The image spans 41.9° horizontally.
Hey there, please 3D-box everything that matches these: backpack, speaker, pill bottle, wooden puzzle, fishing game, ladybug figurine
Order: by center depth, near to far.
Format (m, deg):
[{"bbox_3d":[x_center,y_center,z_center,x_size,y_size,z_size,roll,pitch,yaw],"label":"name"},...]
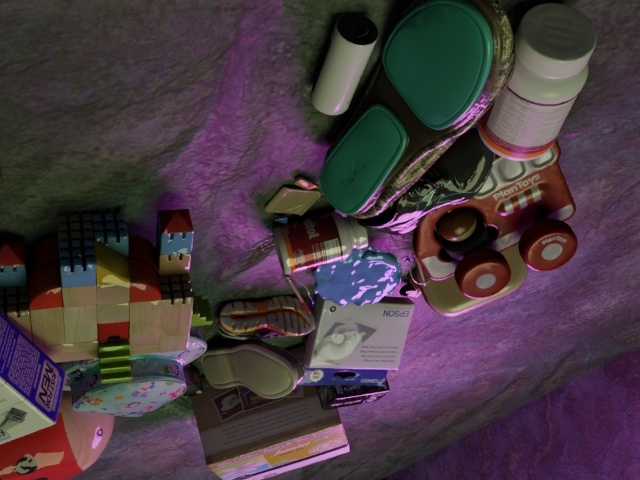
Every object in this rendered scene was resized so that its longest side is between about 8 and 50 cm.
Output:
[{"bbox_3d":[0.029,-0.221,1.055,0.055,0.055,0.136,-8,153,-21],"label":"speaker"},{"bbox_3d":[0.300,-0.217,1.168,0.121,0.121,0.221,-14,153,-10],"label":"pill bottle"},{"bbox_3d":[-0.045,-0.066,1.361,0.079,0.014,0.116,13,140,-41],"label":"wooden puzzle"},{"bbox_3d":[0.000,0.000,1.438,0.152,0.086,0.086,-15,154,-9],"label":"pill bottle"},{"bbox_3d":[-0.337,0.202,1.512,0.253,0.191,0.225,-35,150,20],"label":"backpack"},{"bbox_3d":[0.070,0.066,1.647,0.264,0.041,0.189,-16,140,11],"label":"fishing game"},{"bbox_3d":[-0.659,0.450,1.796,0.449,0.162,0.305,-14,154,-9],"label":"ladybug figurine"}]

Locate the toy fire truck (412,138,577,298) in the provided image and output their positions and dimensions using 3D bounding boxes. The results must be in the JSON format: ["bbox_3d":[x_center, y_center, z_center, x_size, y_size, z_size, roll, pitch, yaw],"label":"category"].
[{"bbox_3d":[0.297,-0.055,1.483,0.302,0.169,0.254,-25,130,12],"label":"toy fire truck"}]

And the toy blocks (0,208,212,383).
[{"bbox_3d":[-0.343,0.068,1.268,0.381,0.190,0.261,-4,140,-17],"label":"toy blocks"}]

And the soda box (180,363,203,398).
[{"bbox_3d":[-0.315,0.300,1.849,0.053,0.060,0.169,-19,155,4],"label":"soda box"}]

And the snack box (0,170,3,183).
[{"bbox_3d":[-0.487,-0.080,1.021,0.178,0.022,0.064,-11,152,-15],"label":"snack box"}]

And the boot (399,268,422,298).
[{"bbox_3d":[0.228,0.088,1.829,0.087,0.042,0.118,-6,153,-39],"label":"boot"}]

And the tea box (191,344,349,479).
[{"bbox_3d":[-0.120,0.440,2.074,0.329,0.220,0.323,-17,154,-2],"label":"tea box"}]

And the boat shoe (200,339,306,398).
[{"bbox_3d":[-0.129,0.257,1.740,0.097,0.116,0.324,-20,-174,-38],"label":"boat shoe"}]

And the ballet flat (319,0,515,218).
[{"bbox_3d":[0.146,-0.192,1.117,0.182,0.164,0.483,-30,168,-30],"label":"ballet flat"}]

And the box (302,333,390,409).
[{"bbox_3d":[0.058,0.287,1.934,0.147,0.180,0.077,-4,153,-29],"label":"box"}]

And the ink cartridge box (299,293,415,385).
[{"bbox_3d":[0.077,0.225,1.805,0.223,0.045,0.224,4,109,-24],"label":"ink cartridge box"}]

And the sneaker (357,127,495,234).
[{"bbox_3d":[0.168,-0.086,1.348,0.106,0.101,0.267,-4,151,-46],"label":"sneaker"}]

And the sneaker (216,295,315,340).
[{"bbox_3d":[-0.113,0.164,1.703,0.215,0.084,0.083,5,150,-25],"label":"sneaker"}]

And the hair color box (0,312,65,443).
[{"bbox_3d":[-0.536,0.155,1.158,0.185,0.110,0.339,-21,128,13],"label":"hair color box"}]

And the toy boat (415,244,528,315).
[{"bbox_3d":[0.316,0.055,1.739,0.231,0.151,0.151,-23,-175,9],"label":"toy boat"}]
